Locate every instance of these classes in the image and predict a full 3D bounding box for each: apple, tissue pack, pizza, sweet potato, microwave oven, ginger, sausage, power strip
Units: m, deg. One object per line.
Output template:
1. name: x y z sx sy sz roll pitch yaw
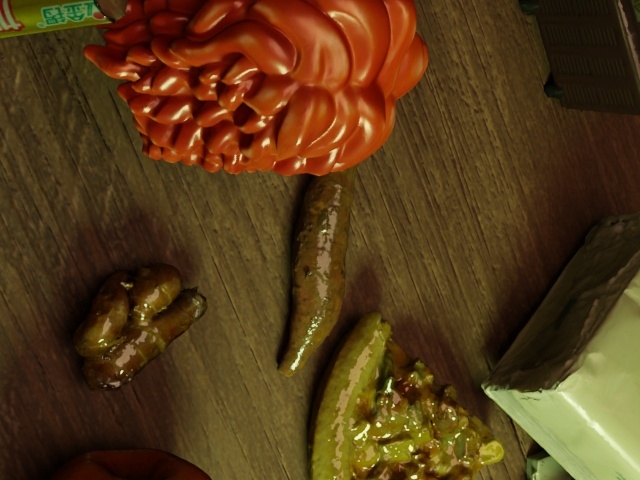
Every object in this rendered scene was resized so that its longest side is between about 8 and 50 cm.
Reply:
1. apple: -0.194 0.322 1.542 0.218 0.218 0.201 3 100 -28
2. tissue pack: 0.428 0.187 1.832 0.380 0.207 0.297 42 70 -16
3. pizza: 0.059 0.257 1.747 0.258 0.087 0.268 44 77 -21
4. sweet potato: 0.000 0.000 1.695 0.066 0.072 0.314 8 92 11
5. microwave oven: 0.395 -0.278 1.811 0.247 0.178 0.188 -28 107 -23
6. ginger: -0.199 0.079 1.599 0.162 0.073 0.103 -40 125 -25
7. sausage: -0.357 -0.211 1.371 0.082 0.371 0.082 -6 90 -72
8. power strip: 0.341 0.285 1.922 0.227 0.029 0.080 -16 103 -26

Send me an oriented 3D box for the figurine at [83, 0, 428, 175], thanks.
1. figurine: -0.053 -0.178 1.470 0.306 0.412 0.241 14 94 2
